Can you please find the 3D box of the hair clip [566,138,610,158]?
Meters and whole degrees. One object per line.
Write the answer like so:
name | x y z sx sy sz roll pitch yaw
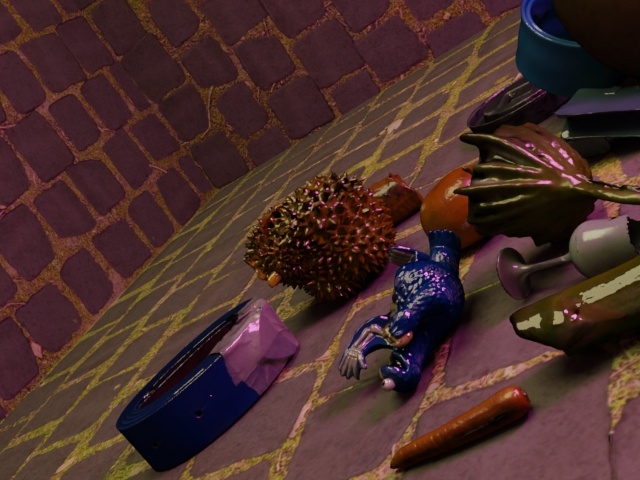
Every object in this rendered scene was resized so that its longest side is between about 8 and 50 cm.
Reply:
hair clip | 0.396 -0.130 1.468 0.275 0.048 0.083 -31 25 35

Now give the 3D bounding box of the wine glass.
wine glass | 0.330 0.021 1.056 0.195 0.079 0.079 -21 20 44

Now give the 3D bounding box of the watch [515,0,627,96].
watch | 0.558 -0.405 1.640 0.305 0.241 0.274 28 57 29

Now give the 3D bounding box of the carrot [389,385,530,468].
carrot | 0.153 0.218 0.927 0.190 0.037 0.037 -32 15 20

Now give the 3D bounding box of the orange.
orange | 0.246 -0.054 1.401 0.156 0.124 0.156 -50 4 5

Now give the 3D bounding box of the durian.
durian | 0.000 -0.006 1.587 0.292 0.258 0.258 -26 15 5

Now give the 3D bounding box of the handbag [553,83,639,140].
handbag | 0.515 -0.221 1.344 0.221 0.057 0.144 -1 30 40

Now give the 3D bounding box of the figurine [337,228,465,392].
figurine | 0.140 0.111 1.165 0.164 0.120 0.262 -25 34 58

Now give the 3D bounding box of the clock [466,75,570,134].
clock | 0.467 -0.321 1.860 0.280 0.055 0.281 -33 15 10

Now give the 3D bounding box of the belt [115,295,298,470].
belt | -0.202 0.252 1.468 0.347 0.117 0.212 -42 14 -21

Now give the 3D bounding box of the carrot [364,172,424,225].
carrot | 0.078 -0.039 1.764 0.301 0.114 0.114 -34 15 6

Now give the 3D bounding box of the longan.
longan | 0.579 -0.441 1.380 0.361 0.361 0.361 -33 15 10

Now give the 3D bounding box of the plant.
plant | 0.339 -0.096 1.083 0.250 0.180 0.333 -3 -7 -24

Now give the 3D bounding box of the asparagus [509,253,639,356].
asparagus | 0.377 0.042 0.884 0.343 0.085 0.082 -26 5 14
